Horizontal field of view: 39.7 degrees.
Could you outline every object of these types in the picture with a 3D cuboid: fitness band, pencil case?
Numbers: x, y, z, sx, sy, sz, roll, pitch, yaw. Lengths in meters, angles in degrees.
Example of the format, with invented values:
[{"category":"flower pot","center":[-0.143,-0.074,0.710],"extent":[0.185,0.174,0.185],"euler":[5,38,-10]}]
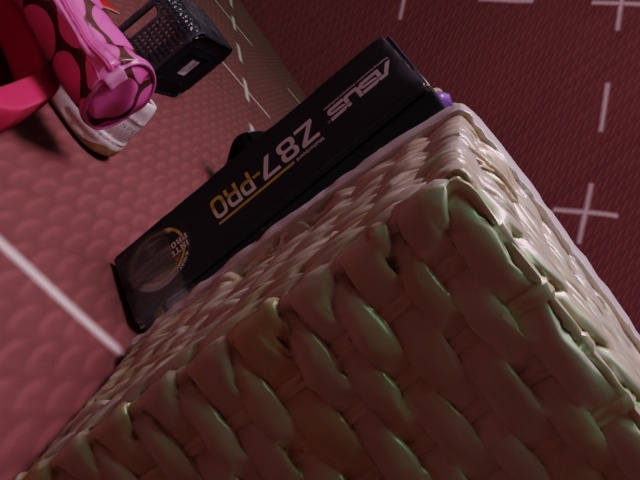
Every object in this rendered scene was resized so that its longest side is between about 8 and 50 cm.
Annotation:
[{"category":"fitness band","center":[-0.320,-0.186,0.749],"extent":[0.209,0.054,0.291],"euler":[53,11,-14]},{"category":"pencil case","center":[-0.235,-0.210,0.823],"extent":[0.209,0.095,0.098],"euler":[55,-26,8]}]

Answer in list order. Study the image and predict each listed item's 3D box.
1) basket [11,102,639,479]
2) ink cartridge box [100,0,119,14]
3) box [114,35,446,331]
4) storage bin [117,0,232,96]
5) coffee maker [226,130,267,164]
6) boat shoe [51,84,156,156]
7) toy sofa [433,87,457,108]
[{"category":"basket","center":[0.054,0.143,0.563],"extent":[0.331,0.328,0.266],"euler":[53,14,-6]},{"category":"ink cartridge box","center":[-0.373,-0.410,1.085],"extent":[0.296,0.066,0.261],"euler":[44,11,-4]},{"category":"box","center":[0.045,0.033,0.881],"extent":[0.395,0.318,0.097],"euler":[43,14,-48]},{"category":"storage bin","center":[-0.220,-0.289,1.317],"extent":[0.084,0.122,0.180],"euler":[54,10,4]},{"category":"coffee maker","center":[-0.050,-0.077,1.237],"extent":[0.120,0.171,0.178],"euler":[22,27,-39]},{"category":"boat shoe","center":[-0.272,-0.224,0.939],"extent":[0.277,0.096,0.098],"euler":[53,11,-1]},{"category":"toy sofa","center":[0.145,-0.110,1.681],"extent":[0.177,0.362,0.150],"euler":[51,9,-48]}]
